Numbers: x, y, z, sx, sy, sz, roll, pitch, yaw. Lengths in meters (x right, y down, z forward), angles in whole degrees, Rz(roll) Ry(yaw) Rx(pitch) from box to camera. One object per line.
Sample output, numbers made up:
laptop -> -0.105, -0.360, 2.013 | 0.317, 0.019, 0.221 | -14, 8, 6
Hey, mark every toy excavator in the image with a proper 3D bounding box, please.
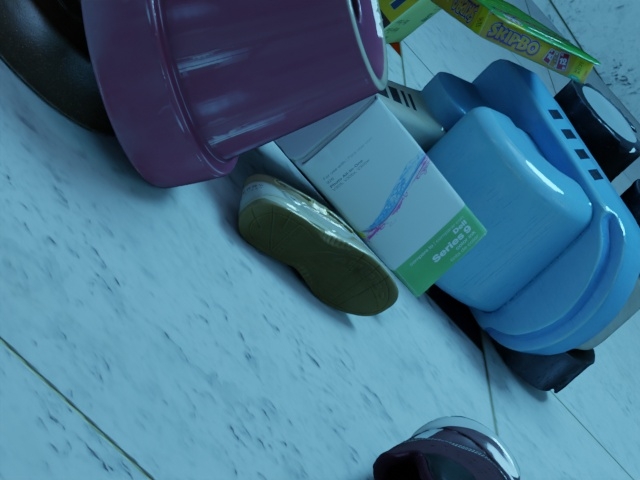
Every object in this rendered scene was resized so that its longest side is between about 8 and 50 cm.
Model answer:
toy excavator -> 0.115, -0.096, 1.706 | 0.445, 0.222, 0.433 | 18, 36, -48

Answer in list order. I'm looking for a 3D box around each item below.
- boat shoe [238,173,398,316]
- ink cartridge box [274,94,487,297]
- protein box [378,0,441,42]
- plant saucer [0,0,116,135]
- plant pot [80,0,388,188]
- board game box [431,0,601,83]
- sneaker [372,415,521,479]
boat shoe -> 0.000, 0.000, 1.408 | 0.170, 0.063, 0.059 | 39, 27, -36
ink cartridge box -> 0.030, -0.072, 1.489 | 0.212, 0.093, 0.154 | 45, 4, -44
protein box -> 0.115, -0.361, 2.203 | 0.136, 0.201, 0.200 | 53, 17, 3
plant saucer -> -0.194, -0.166, 1.283 | 0.198, 0.036, 0.198 | 46, 17, -19
plant pot -> -0.053, -0.150, 1.265 | 0.201, 0.180, 0.201 | -12, 90, -78
board game box -> 0.183, -0.220, 1.763 | 0.124, 0.039, 0.259 | 21, 11, -21
sneaker -> 0.129, 0.248, 1.210 | 0.281, 0.106, 0.162 | 47, 19, 19
